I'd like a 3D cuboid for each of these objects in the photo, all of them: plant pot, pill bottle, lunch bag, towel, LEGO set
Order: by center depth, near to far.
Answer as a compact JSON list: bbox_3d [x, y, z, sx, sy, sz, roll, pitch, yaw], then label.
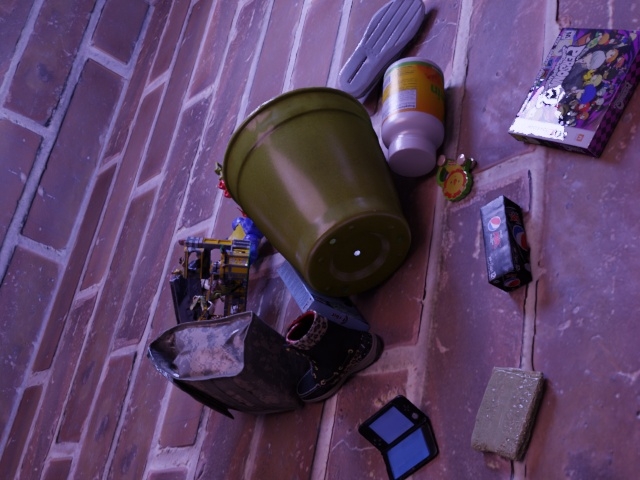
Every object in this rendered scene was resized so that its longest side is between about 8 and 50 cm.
[{"bbox_3d":[0.303,0.277,1.337,0.110,0.027,0.148,0,65,55],"label":"towel"},{"bbox_3d":[0.017,-0.078,1.772,0.366,0.367,0.353,-49,46,21],"label":"plant pot"},{"bbox_3d":[0.202,-0.266,1.799,0.136,0.136,0.245,-29,44,42],"label":"pill bottle"},{"bbox_3d":[-0.211,0.284,1.814,0.287,0.235,0.168,-12,54,29],"label":"lunch bag"},{"bbox_3d":[-0.274,0.135,2.003,0.255,0.192,0.331,-94,9,-64],"label":"LEGO set"}]

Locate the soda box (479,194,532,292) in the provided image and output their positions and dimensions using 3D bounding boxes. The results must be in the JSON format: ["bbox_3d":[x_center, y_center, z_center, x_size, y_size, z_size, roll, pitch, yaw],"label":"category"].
[{"bbox_3d":[0.331,0.005,1.480,0.060,0.053,0.168,-33,42,38],"label":"soda box"}]

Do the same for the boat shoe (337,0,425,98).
[{"bbox_3d":[0.151,-0.487,2.083,0.302,0.109,0.094,-50,-10,6],"label":"boat shoe"}]

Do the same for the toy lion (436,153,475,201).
[{"bbox_3d":[0.273,-0.126,1.693,0.100,0.034,0.096,8,80,58],"label":"toy lion"}]

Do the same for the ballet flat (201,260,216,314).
[{"bbox_3d":[-0.323,0.158,2.328,0.068,0.072,0.213,8,72,29],"label":"ballet flat"}]

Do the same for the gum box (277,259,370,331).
[{"bbox_3d":[0.005,0.124,1.768,0.041,0.157,0.184,-55,31,12],"label":"gum box"}]

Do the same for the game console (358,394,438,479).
[{"bbox_3d":[0.136,0.357,1.482,0.122,0.107,0.071,-44,7,26],"label":"game console"}]

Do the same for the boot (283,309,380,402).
[{"bbox_3d":[-0.015,0.235,1.689,0.236,0.179,0.085,-40,38,31],"label":"boot"}]

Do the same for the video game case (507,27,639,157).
[{"bbox_3d":[0.471,-0.275,1.502,0.232,0.042,0.210,-62,32,0],"label":"video game case"}]

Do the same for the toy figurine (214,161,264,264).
[{"bbox_3d":[-0.228,-0.031,2.214,0.217,0.191,0.362,-59,31,14],"label":"toy figurine"}]

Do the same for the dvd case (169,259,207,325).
[{"bbox_3d":[-0.339,0.181,2.162,0.018,0.221,0.164,-2,16,14],"label":"dvd case"}]
